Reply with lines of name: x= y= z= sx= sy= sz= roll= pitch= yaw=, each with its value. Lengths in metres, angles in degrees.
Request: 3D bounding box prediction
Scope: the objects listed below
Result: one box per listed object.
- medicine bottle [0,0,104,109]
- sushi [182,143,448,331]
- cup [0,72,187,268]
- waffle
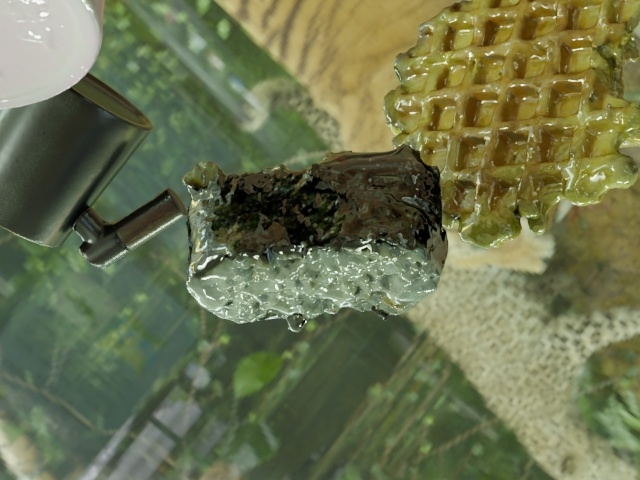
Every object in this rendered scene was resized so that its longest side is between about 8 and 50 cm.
medicine bottle: x=-0.238 y=-0.274 z=0.794 sx=0.212 sy=0.326 sz=0.212 roll=-2 pitch=155 yaw=-1
sushi: x=0.000 y=0.000 z=0.962 sx=0.212 sy=0.115 sz=0.147 roll=-10 pitch=144 yaw=18
cup: x=-0.281 y=-0.082 z=1.345 sx=0.239 sy=0.177 sz=0.166 roll=39 pitch=-171 yaw=22
waffle: x=0.184 y=-0.138 z=1.067 sx=0.058 sy=0.281 sz=0.301 roll=33 pitch=-141 yaw=-42
